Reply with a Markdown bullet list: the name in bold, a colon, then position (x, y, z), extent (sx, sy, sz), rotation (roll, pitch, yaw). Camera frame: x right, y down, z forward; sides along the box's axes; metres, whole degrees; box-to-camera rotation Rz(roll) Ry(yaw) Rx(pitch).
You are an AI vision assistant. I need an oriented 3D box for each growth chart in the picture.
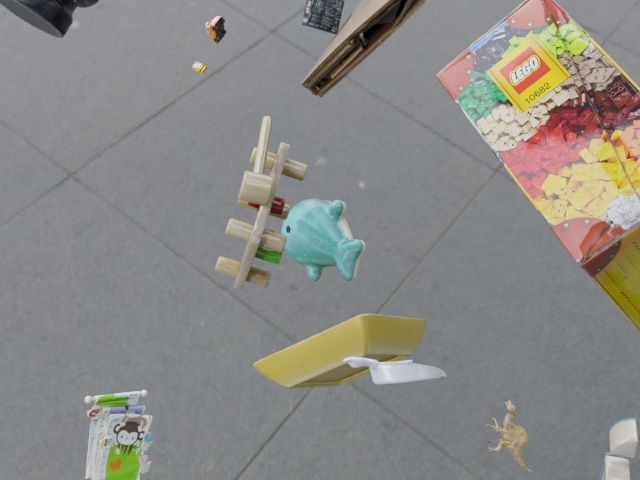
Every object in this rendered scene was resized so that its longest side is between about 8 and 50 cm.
- **growth chart**: position (-0.431, 0.434, 1.653), extent (0.021, 0.238, 0.171), rotation (9, 9, 44)

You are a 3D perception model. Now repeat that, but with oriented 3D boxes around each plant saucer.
- **plant saucer**: position (0.062, 0.280, 1.852), extent (0.332, 0.332, 0.081), rotation (14, 55, -56)

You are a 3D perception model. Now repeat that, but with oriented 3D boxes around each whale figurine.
- **whale figurine**: position (0.000, 0.000, 1.887), extent (0.141, 0.216, 0.272), rotation (9, 19, -34)

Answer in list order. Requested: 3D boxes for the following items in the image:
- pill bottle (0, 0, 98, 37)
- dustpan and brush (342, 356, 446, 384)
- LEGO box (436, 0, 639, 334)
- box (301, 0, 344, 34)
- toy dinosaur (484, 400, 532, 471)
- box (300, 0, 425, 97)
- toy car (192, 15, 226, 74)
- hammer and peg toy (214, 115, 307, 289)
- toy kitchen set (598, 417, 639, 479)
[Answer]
- **pill bottle**: position (-0.302, -0.366, 0.936), extent (0.122, 0.123, 0.219), rotation (27, 84, 10)
- **dustpan and brush**: position (0.130, 0.257, 1.541), extent (0.211, 0.147, 0.060), rotation (1, 78, -38)
- **LEGO box**: position (0.435, -0.083, 1.185), extent (0.193, 0.500, 0.373), rotation (-38, 55, 15)
- **box**: position (0.006, -0.440, 1.484), extent (0.083, 0.067, 0.018), rotation (1, 16, -45)
- **toy dinosaur**: position (0.434, 0.467, 1.774), extent (0.092, 0.183, 0.053), rotation (-13, 8, 14)
- **box**: position (0.072, -0.205, 0.548), extent (0.021, 0.164, 0.201), rotation (38, 68, -12)
- **toy car**: position (-0.243, -0.417, 1.618), extent (0.040, 0.060, 0.122), rotation (26, 80, 14)
- **hammer and peg toy**: position (-0.114, -0.076, 1.628), extent (0.127, 0.361, 0.266), rotation (18, 59, -6)
- **toy kitchen set**: position (0.622, 0.403, 1.389), extent (0.207, 0.166, 0.122), rotation (9, 26, 15)
